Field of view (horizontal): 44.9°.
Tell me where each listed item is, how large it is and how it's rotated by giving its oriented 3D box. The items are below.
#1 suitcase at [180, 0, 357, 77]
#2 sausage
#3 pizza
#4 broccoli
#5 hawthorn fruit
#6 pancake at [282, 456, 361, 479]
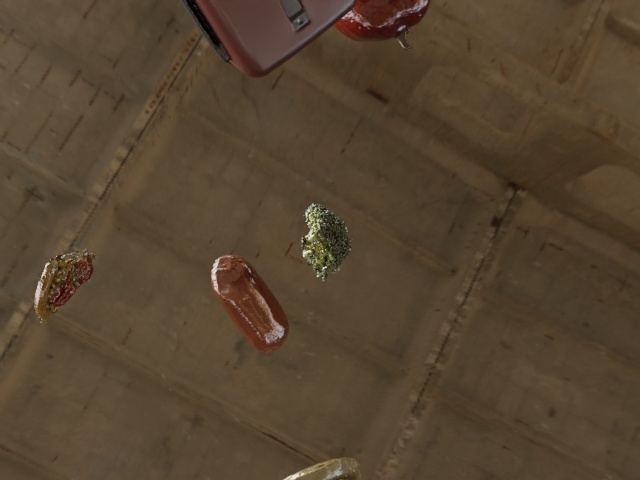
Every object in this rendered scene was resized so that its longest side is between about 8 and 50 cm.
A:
[{"bbox_3d":[-0.098,-0.393,1.053,0.236,0.297,0.161,-38,-129,-2],"label":"suitcase"},{"bbox_3d":[-0.104,0.095,1.151,0.077,0.077,0.194,-42,-48,-15],"label":"sausage"},{"bbox_3d":[-0.288,0.046,0.865,0.029,0.099,0.100,31,-105,3],"label":"pizza"},{"bbox_3d":[0.000,0.000,1.113,0.097,0.092,0.095,50,-148,-2],"label":"broccoli"},{"bbox_3d":[0.104,-0.464,1.441,0.215,0.215,0.250,-36,-79,-15],"label":"hawthorn fruit"},{"bbox_3d":[-0.024,0.212,0.618,0.139,0.139,0.022,-23,-117,-14],"label":"pancake"}]
